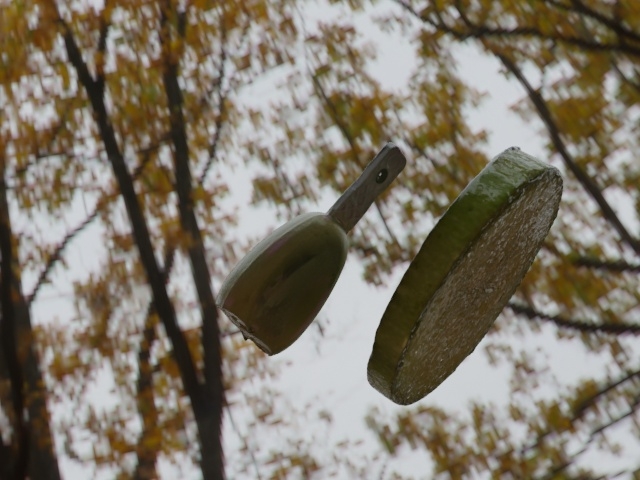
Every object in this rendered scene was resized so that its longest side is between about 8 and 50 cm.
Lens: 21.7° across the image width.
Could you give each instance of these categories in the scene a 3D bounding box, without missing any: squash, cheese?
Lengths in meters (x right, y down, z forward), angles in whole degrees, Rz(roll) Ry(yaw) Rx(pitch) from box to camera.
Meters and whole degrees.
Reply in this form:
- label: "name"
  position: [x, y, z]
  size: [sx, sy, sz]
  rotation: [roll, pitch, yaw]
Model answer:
- label: "squash"
  position: [0.110, 0.033, 1.266]
  size: [0.041, 0.219, 0.219]
  rotation: [31, -60, 18]
- label: "cheese"
  position: [0.000, 0.000, 1.305]
  size: [0.192, 0.037, 0.097]
  rotation: [-50, -38, -8]
